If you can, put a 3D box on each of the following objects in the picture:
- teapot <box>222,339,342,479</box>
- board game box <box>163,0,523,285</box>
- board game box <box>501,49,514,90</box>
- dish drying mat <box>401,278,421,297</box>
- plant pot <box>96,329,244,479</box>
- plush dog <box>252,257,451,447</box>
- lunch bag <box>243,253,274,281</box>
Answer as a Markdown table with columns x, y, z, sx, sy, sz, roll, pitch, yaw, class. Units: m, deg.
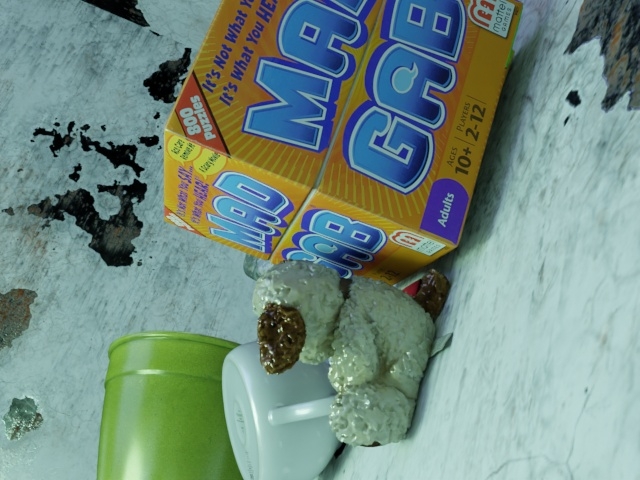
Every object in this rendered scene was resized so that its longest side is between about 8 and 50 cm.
| x | y | z | sx | sy | sz | roll | pitch | yaw | class |
| --- | --- | --- | --- | --- | --- | --- | --- | --- | --- |
| -0.038 | 0.264 | 1.082 | 0.256 | 0.187 | 0.253 | -126 | 34 | -52 | teapot |
| 0.011 | -0.168 | 0.982 | 0.356 | 0.356 | 0.357 | 130 | 160 | -70 | board game box |
| 0.207 | -0.146 | 1.006 | 0.124 | 0.039 | 0.260 | 144 | 149 | -79 | board game box |
| 0.130 | 0.080 | 1.016 | 0.083 | 0.008 | 0.032 | 130 | 160 | -68 | dish drying mat |
| -0.252 | 0.400 | 1.256 | 0.366 | 0.366 | 0.353 | 122 | 161 | -56 | plant pot |
| 0.021 | 0.100 | 0.869 | 0.262 | 0.225 | 0.211 | -91 | 24 | -74 | plush dog |
| -0.065 | 0.010 | 2.016 | 0.256 | 0.212 | 0.305 | 17 | 86 | 61 | lunch bag |
